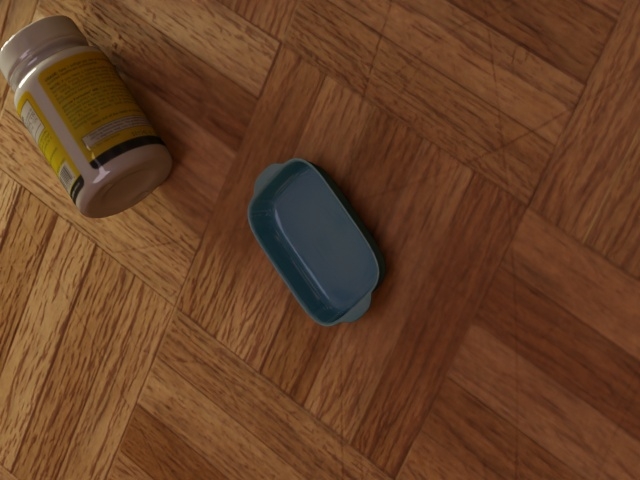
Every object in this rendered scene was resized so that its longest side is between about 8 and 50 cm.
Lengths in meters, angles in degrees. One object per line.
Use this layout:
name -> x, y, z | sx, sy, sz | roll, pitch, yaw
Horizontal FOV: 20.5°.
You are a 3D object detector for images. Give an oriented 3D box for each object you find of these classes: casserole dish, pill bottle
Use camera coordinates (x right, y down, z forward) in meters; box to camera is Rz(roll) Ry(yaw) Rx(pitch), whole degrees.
casserole dish -> 0.000, 0.000, 1.836 | 0.114, 0.037, 0.188 | -45, 71, 32
pill bottle -> -0.263, -0.139, 1.958 | 0.119, 0.119, 0.208 | -44, 71, 32
